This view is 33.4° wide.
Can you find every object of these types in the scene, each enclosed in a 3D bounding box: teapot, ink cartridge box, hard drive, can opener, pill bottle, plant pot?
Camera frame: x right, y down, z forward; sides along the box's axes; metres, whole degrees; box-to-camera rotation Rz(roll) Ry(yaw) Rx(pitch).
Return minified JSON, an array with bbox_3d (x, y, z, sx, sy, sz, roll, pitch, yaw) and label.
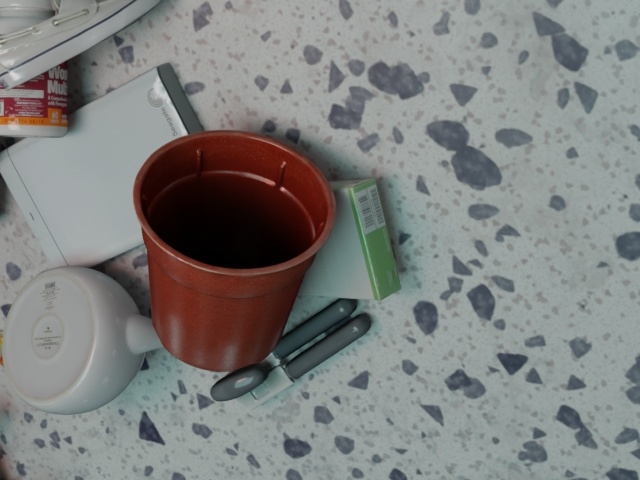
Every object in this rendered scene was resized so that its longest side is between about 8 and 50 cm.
[{"bbox_3d":[-0.377,0.167,1.724,0.256,0.187,0.252,41,102,32],"label":"teapot"},{"bbox_3d":[0.000,0.000,1.581,0.235,0.056,0.171,0,110,47],"label":"ink cartridge box"},{"bbox_3d":[-0.329,-0.099,1.678,0.353,0.047,0.233,-22,99,27],"label":"hard drive"},{"bbox_3d":[-0.045,0.184,1.648,0.280,0.093,0.074,-35,92,24],"label":"can opener"},{"bbox_3d":[-0.441,-0.267,1.602,0.121,0.121,0.221,3,95,21],"label":"pill bottle"},{"bbox_3d":[-0.132,0.031,1.516,0.272,0.272,0.265,25,138,12],"label":"plant pot"}]

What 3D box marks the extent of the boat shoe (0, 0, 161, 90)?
[{"bbox_3d":[-0.352,-0.313,1.521,0.267,0.096,0.088,-31,105,-7],"label":"boat shoe"}]

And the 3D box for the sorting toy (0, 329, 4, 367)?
[{"bbox_3d":[-0.572,0.206,1.905,0.062,0.012,0.083,44,118,2],"label":"sorting toy"}]
